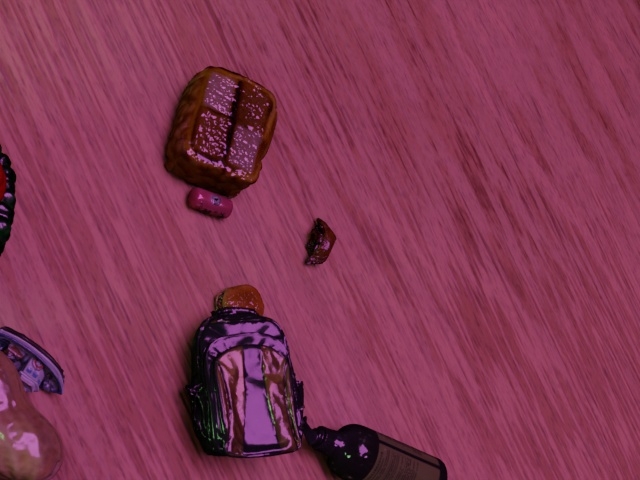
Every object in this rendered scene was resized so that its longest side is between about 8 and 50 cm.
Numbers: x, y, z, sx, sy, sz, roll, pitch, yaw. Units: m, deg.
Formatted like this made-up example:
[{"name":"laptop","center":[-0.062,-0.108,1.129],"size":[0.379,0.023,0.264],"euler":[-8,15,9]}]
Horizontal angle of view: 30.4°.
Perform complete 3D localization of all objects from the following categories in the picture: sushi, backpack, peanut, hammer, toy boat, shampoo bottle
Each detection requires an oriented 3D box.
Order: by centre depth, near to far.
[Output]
[{"name":"peanut","center":[-0.469,0.244,1.688],"size":[0.123,0.123,0.257],"euler":[-34,88,-41]},{"name":"toy boat","center":[-0.440,0.188,1.763],"size":[0.140,0.059,0.066],"euler":[41,40,-19]},{"name":"backpack","center":[-0.127,0.232,1.939],"size":[0.206,0.133,0.258],"euler":[1,74,-29]},{"name":"shampoo bottle","center":[0.089,0.384,2.062],"size":[0.283,0.101,0.101],"euler":[28,58,-26]},{"name":"hammer","center":[-0.192,-0.066,2.066],"size":[0.083,0.043,0.043],"euler":[22,60,-31]},{"name":"sushi","center":[0.000,0.000,2.184],"size":[0.047,0.050,0.099],"euler":[28,47,-18]}]

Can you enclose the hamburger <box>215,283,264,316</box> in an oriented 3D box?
[{"name":"hamburger","center":[-0.138,0.113,2.035],"size":[0.083,0.044,0.076],"euler":[-19,85,-43]}]

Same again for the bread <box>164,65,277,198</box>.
[{"name":"bread","center":[-0.172,-0.191,2.100],"size":[0.181,0.096,0.222],"euler":[27,58,-24]}]

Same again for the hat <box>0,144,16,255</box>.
[{"name":"hat","center":[-0.512,-0.066,1.633],"size":[0.242,0.332,0.274],"euler":[-8,80,-37]}]
